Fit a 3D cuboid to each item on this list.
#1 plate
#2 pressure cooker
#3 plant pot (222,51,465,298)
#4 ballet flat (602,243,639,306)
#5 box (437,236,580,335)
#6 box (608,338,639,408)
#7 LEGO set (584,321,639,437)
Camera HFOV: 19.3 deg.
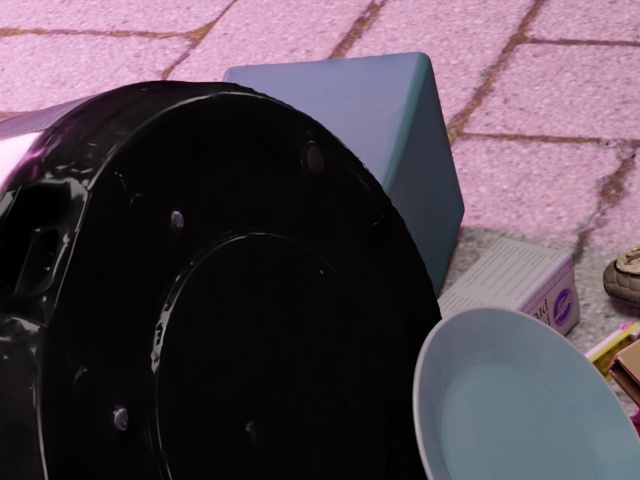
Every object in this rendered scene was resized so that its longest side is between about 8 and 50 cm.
[{"bbox_3d":[0.117,0.124,1.051,0.024,0.188,0.188,-36,14,41],"label":"plate"},{"bbox_3d":[-0.175,0.113,1.068,0.420,0.370,0.375,-11,64,36],"label":"pressure cooker"},{"bbox_3d":[0.000,0.000,1.410,0.166,0.165,0.234,-3,42,17],"label":"plant pot"},{"bbox_3d":[0.329,-0.001,1.371,0.250,0.058,0.084,-9,32,7],"label":"ballet flat"},{"bbox_3d":[0.068,0.112,1.289,0.067,0.063,0.324,14,41,35],"label":"box"},{"bbox_3d":[0.301,0.094,1.174,0.201,0.021,0.164,-27,65,-34],"label":"box"},{"bbox_3d":[0.189,0.146,1.149,0.132,0.107,0.287,6,37,28],"label":"LEGO set"}]
